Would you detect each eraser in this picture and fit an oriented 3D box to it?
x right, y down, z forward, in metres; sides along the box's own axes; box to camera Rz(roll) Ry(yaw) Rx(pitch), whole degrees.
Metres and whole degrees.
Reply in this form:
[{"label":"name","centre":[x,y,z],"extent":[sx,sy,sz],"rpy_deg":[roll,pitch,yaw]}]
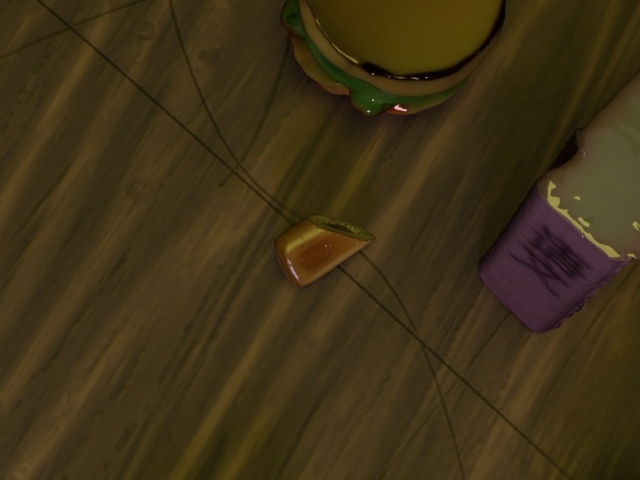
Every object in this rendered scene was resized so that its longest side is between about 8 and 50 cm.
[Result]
[{"label":"eraser","centre":[0.292,-0.062,1.462],"extent":[0.122,0.359,0.272],"rpy_deg":[42,79,6]}]

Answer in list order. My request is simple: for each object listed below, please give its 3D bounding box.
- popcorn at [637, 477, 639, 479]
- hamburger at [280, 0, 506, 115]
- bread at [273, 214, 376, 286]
[{"label":"popcorn","centre":[0.335,0.371,1.478],"extent":[0.225,0.174,0.286],"rpy_deg":[33,78,-5]},{"label":"hamburger","centre":[0.069,-0.232,1.585],"extent":[0.237,0.149,0.237],"rpy_deg":[3,71,-9]},{"label":"bread","centre":[0.001,-0.001,1.580],"extent":[0.103,0.049,0.062],"rpy_deg":[-34,117,-11]}]
